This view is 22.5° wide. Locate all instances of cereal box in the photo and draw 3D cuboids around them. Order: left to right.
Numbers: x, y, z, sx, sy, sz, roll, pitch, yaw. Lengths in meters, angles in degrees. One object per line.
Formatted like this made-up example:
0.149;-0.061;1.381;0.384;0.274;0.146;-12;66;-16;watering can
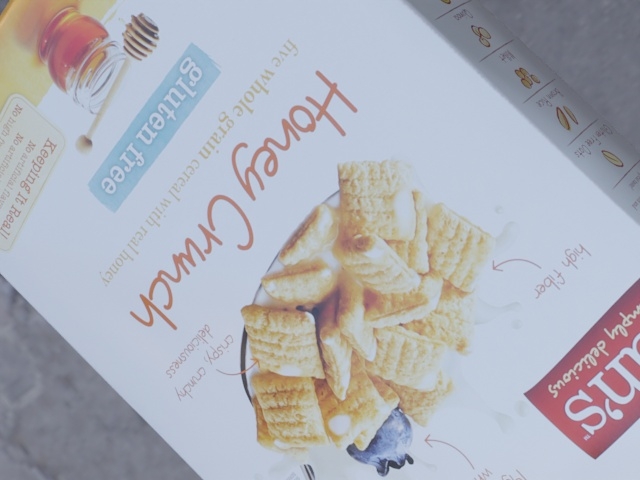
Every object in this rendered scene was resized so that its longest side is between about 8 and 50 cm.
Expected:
0.000;0.000;0.494;0.240;0.047;0.173;44;121;7;cereal box
